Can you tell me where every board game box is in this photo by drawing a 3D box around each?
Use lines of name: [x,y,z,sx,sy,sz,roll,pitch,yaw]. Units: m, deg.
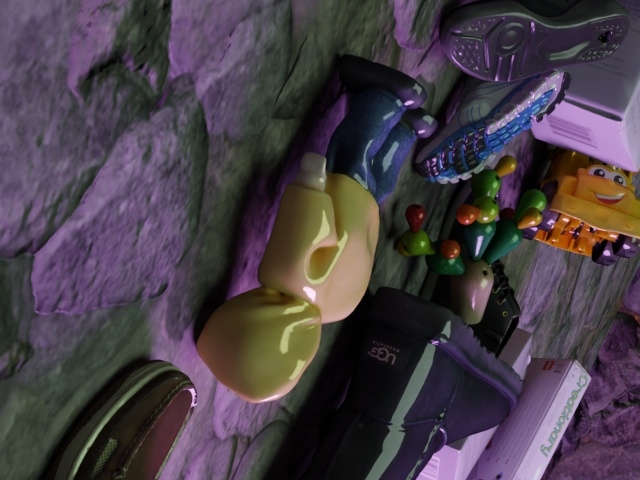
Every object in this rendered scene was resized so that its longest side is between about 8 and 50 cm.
board game box: [0.249,0.304,1.698,0.053,0.193,0.305,46,63,-24]

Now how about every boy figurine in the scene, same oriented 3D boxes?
boy figurine: [0.000,0.000,0.946,0.285,0.092,0.177,-62,158,-10]

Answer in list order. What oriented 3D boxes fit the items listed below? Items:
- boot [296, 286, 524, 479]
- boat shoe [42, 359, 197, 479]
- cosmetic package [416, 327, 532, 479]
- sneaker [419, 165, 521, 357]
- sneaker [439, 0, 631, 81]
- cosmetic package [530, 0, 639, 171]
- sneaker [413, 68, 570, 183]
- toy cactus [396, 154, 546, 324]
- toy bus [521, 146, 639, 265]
boot: [0.056,0.310,1.294,0.367,0.146,0.445,41,70,-57]
boat shoe: [-0.148,0.204,0.799,0.257,0.095,0.095,-57,156,-24]
cosmetic package: [0.198,0.224,1.609,0.238,0.107,0.127,-51,153,-40]
sneaker: [0.202,0.029,1.396,0.083,0.118,0.222,-12,122,-64]
sneaker: [0.196,-0.232,1.192,0.227,0.130,0.087,-14,135,-29]
cosmetic package: [0.393,-0.307,1.455,0.385,0.156,0.217,-64,157,-4]
sneaker: [0.168,-0.135,1.232,0.190,0.083,0.071,-36,147,-11]
toy cactus: [0.162,0.004,1.291,0.219,0.112,0.181,-24,126,-46]
toy bus: [0.379,-0.086,1.603,0.220,0.149,0.211,113,-3,-84]
